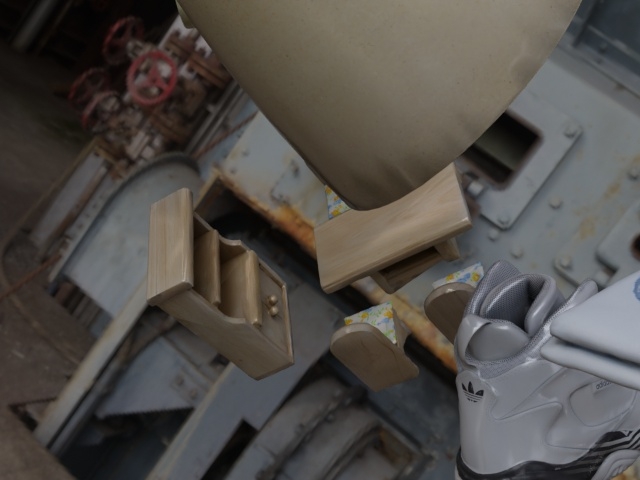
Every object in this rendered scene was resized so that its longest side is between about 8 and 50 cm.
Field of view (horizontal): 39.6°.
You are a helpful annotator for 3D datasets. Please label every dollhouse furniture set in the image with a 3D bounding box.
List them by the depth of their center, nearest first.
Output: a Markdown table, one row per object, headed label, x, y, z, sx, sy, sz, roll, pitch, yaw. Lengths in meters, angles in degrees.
| label | x | y | z | sx | sy | sz | roll | pitch | yaw |
| --- | --- | --- | --- | --- | --- | --- | --- | --- | --- |
| dollhouse furniture set | 0.000 | 0.000 | 1.200 | 0.256 | 0.394 | 0.362 | 46 | 26 | -42 |

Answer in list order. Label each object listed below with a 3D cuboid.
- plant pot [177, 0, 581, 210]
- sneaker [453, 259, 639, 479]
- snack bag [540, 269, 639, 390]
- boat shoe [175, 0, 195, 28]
| label | x | y | z | sx | sy | sz | roll | pitch | yaw |
| --- | --- | --- | --- | --- | --- | --- | --- | --- | --- |
| plant pot | -0.002 | -0.202 | 0.626 | 0.274 | 0.256 | 0.256 | 37 | 7 | -17 |
| sneaker | 0.274 | 0.111 | 0.892 | 0.366 | 0.210 | 0.137 | -22 | 20 | -30 |
| snack bag | 0.325 | 0.009 | 0.383 | 0.323 | 0.343 | 0.037 | 14 | -55 | 56 |
| boat shoe | -0.121 | -0.387 | 1.002 | 0.113 | 0.103 | 0.302 | 67 | 14 | -81 |
